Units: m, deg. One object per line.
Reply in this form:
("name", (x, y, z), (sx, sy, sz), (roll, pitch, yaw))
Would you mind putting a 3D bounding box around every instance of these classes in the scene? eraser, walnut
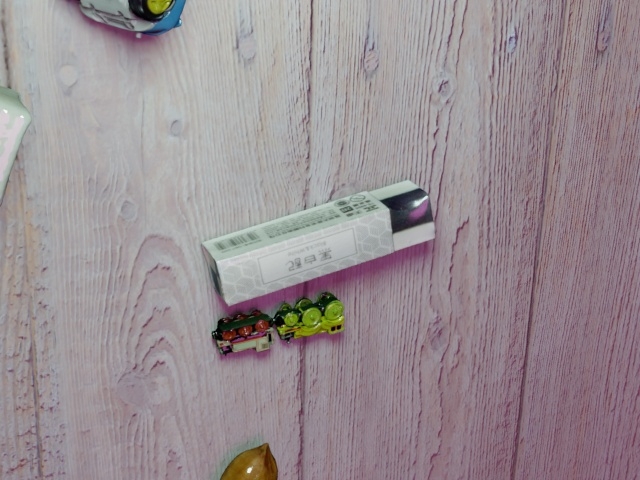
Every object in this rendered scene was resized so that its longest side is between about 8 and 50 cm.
("eraser", (0.000, 0.000, 1.875), (0.403, 0.098, 0.096), (-17, 117, -17))
("walnut", (-0.141, 0.472, 1.999), (0.115, 0.116, 0.207), (20, 94, -29))

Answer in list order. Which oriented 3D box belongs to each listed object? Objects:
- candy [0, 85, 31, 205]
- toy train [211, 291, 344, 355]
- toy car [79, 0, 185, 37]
("candy", (-0.608, -0.166, 1.506), (0.358, 0.145, 0.208), (22, 100, -31))
("toy train", (-0.075, 0.155, 1.929), (0.249, 0.053, 0.085), (-12, 120, -19))
("toy car", (-0.256, -0.454, 1.539), (0.166, 0.198, 0.314), (-11, 115, -57))
